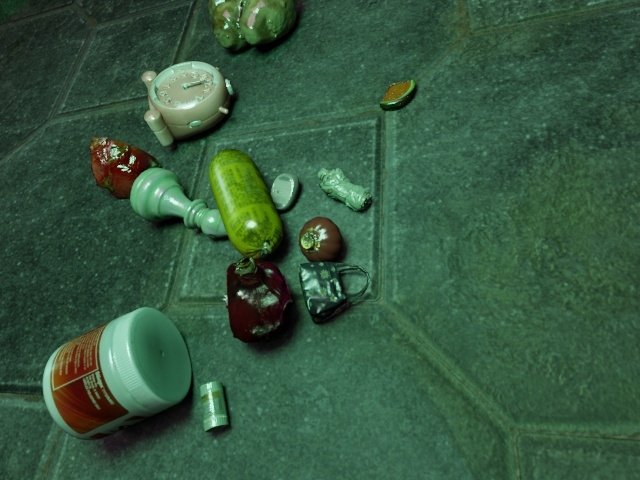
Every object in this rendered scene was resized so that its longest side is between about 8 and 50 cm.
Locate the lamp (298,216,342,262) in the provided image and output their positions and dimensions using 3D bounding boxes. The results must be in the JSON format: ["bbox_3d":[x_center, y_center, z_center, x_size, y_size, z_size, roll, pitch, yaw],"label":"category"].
[{"bbox_3d":[0.000,0.000,0.866,0.101,0.090,0.101,3,94,38],"label":"lamp"}]

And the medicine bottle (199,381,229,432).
[{"bbox_3d":[-0.207,0.322,0.799,0.047,0.047,0.083,-23,59,7],"label":"medicine bottle"}]

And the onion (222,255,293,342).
[{"bbox_3d":[-0.117,0.098,0.804,0.135,0.198,0.173,-7,54,-18],"label":"onion"}]

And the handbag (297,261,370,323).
[{"bbox_3d":[0.030,0.088,0.822,0.139,0.072,0.115,-18,58,5],"label":"handbag"}]

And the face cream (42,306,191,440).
[{"bbox_3d":[-0.387,0.257,0.803,0.187,0.201,0.201,-26,59,5],"label":"face cream"}]

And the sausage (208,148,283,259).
[{"bbox_3d":[-0.177,-0.092,0.949,0.123,0.123,0.347,-29,53,3],"label":"sausage"}]

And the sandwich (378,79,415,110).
[{"bbox_3d":[0.196,-0.362,1.021,0.069,0.026,0.101,18,68,31],"label":"sandwich"}]

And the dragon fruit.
[{"bbox_3d":[-0.548,-0.203,1.129,0.127,0.161,0.121,-5,60,29],"label":"dragon fruit"}]

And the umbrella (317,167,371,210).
[{"bbox_3d":[0.049,-0.118,0.926,0.143,0.062,0.067,39,113,24],"label":"umbrella"}]

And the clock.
[{"bbox_3d":[-0.364,-0.397,1.179,0.241,0.142,0.227,-18,60,-1],"label":"clock"}]

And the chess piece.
[{"bbox_3d":[-0.318,-0.069,1.006,0.271,0.139,0.139,26,75,17],"label":"chess piece"}]

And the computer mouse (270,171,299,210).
[{"bbox_3d":[-0.084,-0.116,0.984,0.066,0.039,0.096,15,88,26],"label":"computer mouse"}]

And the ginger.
[{"bbox_3d":[-0.224,-0.683,1.254,0.304,0.155,0.245,7,68,21],"label":"ginger"}]
